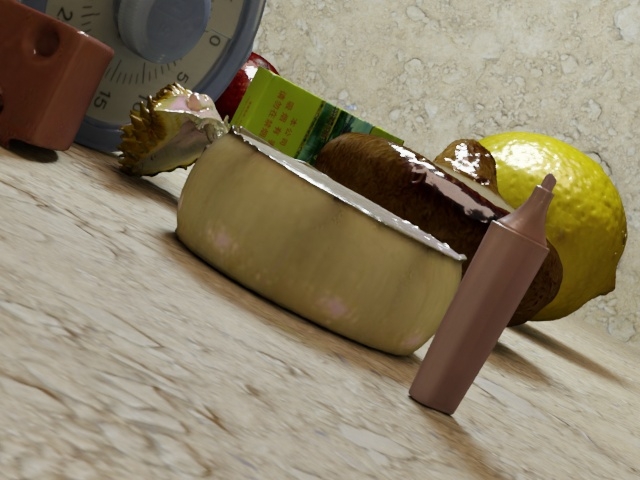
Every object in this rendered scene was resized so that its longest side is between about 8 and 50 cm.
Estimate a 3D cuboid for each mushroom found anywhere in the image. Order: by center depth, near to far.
[{"bbox_3d":[0.149,-0.009,1.656,0.345,0.239,0.345,6,9,-1],"label":"mushroom"}]

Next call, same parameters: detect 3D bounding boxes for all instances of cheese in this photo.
[{"bbox_3d":[-0.289,-0.159,1.267,0.203,0.128,0.177,25,2,23],"label":"cheese"}]

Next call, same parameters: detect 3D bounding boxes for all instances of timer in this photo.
[{"bbox_3d":[-0.211,-0.284,1.514,0.173,0.395,0.395,31,6,37],"label":"timer"}]

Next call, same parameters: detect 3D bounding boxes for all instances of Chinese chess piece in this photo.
[{"bbox_3d":[0.000,0.000,1.186,0.270,0.112,0.270,28,5,-3],"label":"Chinese chess piece"}]

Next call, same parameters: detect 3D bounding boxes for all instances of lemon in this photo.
[{"bbox_3d":[0.341,-0.025,2.157,0.336,0.336,0.336,27,5,-2],"label":"lemon"}]

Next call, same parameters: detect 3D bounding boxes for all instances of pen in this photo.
[{"bbox_3d":[0.128,0.037,0.973,0.053,0.197,0.032,25,6,-34],"label":"pen"}]

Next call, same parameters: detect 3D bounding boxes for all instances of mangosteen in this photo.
[{"bbox_3d":[-0.189,-0.258,2.501,0.215,0.215,0.257,31,37,32],"label":"mangosteen"}]

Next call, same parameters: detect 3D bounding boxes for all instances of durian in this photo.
[{"bbox_3d":[-0.167,-0.133,1.410,0.224,0.140,0.078,83,-14,-80],"label":"durian"}]

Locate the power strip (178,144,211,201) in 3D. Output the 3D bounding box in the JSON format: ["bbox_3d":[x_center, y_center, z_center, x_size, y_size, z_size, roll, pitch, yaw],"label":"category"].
[{"bbox_3d":[-0.076,-0.042,1.410,0.154,0.078,0.154,28,5,-3],"label":"power strip"}]

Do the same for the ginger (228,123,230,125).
[{"bbox_3d":[-0.251,-0.202,2.143,0.290,0.089,0.137,20,26,-27],"label":"ginger"}]

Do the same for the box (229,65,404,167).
[{"bbox_3d":[-0.017,-0.138,2.107,0.335,0.187,0.047,22,6,-46],"label":"box"}]
